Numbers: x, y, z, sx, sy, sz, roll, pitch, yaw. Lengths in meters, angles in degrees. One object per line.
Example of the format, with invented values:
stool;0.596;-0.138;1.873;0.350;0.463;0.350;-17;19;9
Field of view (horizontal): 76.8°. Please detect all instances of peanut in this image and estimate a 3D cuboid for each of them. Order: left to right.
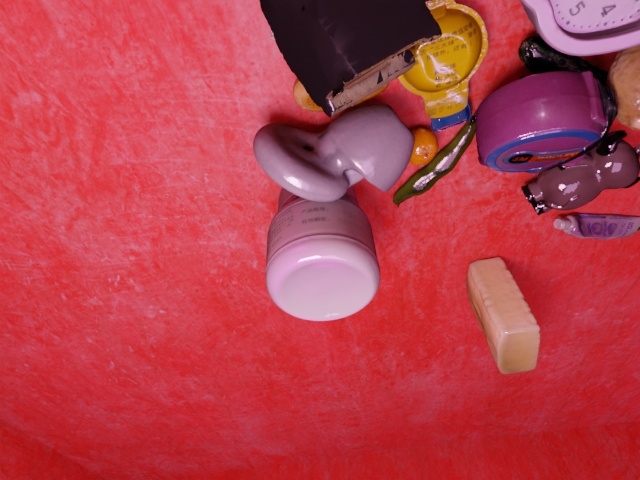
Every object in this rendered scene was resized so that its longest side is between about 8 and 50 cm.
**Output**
peanut;0.606;-0.315;0.729;0.137;0.253;0.122;30;173;7

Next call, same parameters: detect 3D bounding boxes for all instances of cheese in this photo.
cheese;0.238;-0.329;0.785;0.177;0.069;0.270;-17;135;13
cheese;0.535;0.223;1.200;0.124;0.265;0.242;-18;132;12

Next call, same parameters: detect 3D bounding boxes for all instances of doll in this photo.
doll;0.623;-0.152;0.953;0.257;0.117;0.182;-35;130;27

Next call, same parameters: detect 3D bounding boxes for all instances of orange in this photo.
orange;0.220;-0.208;0.898;0.083;0.070;0.083;-5;133;-6

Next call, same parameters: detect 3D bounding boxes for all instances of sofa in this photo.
sofa;0.033;-0.360;0.643;0.200;0.182;0.258;-32;104;-2

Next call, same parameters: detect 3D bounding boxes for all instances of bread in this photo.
bread;0.038;-0.306;0.778;0.189;0.077;0.114;-13;154;9

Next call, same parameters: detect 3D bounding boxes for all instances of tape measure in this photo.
tape measure;0.429;-0.226;0.808;0.231;0.149;0.245;-1;168;5

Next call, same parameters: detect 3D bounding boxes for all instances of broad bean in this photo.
broad bean;0.279;-0.176;0.953;0.060;0.043;0.297;34;123;-13

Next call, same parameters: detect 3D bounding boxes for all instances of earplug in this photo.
earplug;0.029;-0.181;0.818;0.325;0.214;0.175;-7;135;-10

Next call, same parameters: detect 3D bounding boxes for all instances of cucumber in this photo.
cucumber;0.510;-0.326;0.808;0.303;0.072;0.081;17;175;-16

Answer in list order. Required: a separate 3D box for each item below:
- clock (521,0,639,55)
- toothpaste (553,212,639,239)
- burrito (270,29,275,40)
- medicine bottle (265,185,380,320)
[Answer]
clock;0.459;-0.467;0.605;0.338;0.102;0.338;5;129;7
toothpaste;0.779;-0.040;1.122;0.301;0.048;0.075;2;106;-16
burrito;-0.005;-0.389;0.727;0.171;0.042;0.051;-5;124;-2
medicine bottle;0.000;0.000;0.919;0.241;0.302;0.241;-2;134;-2
